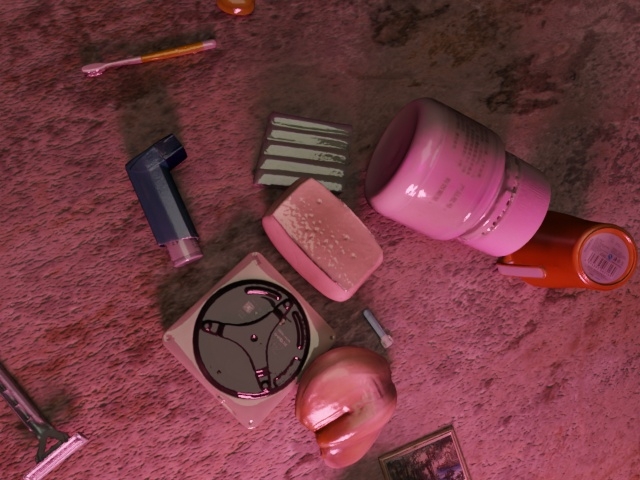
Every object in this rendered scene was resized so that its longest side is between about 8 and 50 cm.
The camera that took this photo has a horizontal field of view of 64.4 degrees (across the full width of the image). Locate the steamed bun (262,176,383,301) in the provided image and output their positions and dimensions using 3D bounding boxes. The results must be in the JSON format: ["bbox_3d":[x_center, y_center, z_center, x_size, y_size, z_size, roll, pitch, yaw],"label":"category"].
[{"bbox_3d":[0.000,0.000,1.033,0.242,0.164,0.146,45,74,-1],"label":"steamed bun"}]

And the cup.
[{"bbox_3d":[0.516,0.033,1.095,0.226,0.264,0.183,-20,94,-2],"label":"cup"}]

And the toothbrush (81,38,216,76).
[{"bbox_3d":[-0.364,-0.395,1.096,0.288,0.024,0.021,-19,88,-16],"label":"toothbrush"}]

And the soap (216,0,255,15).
[{"bbox_3d":[-0.189,-0.576,1.146,0.088,0.045,0.140,5,80,-14],"label":"soap"}]

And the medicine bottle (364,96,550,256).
[{"bbox_3d":[0.282,-0.122,1.065,0.324,0.256,0.256,22,77,-15],"label":"medicine bottle"}]

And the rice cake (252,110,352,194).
[{"bbox_3d":[-0.034,-0.190,1.121,0.198,0.037,0.190,13,79,-9],"label":"rice cake"}]

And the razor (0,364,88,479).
[{"bbox_3d":[-0.559,0.298,0.937,0.111,0.056,0.278,-39,83,-16],"label":"razor"}]

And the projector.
[{"bbox_3d":[-0.137,0.195,1.018,0.257,0.079,0.259,46,75,-4],"label":"projector"}]

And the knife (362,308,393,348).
[{"bbox_3d":[0.123,0.191,1.108,0.027,0.010,0.096,-35,87,-14],"label":"knife"}]

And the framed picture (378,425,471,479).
[{"bbox_3d":[0.227,0.497,1.080,0.183,0.011,0.142,-17,85,-13],"label":"framed picture"}]

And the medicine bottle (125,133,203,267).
[{"bbox_3d":[-0.301,-0.080,1.028,0.124,0.079,0.259,-21,86,-14],"label":"medicine bottle"}]

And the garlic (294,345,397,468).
[{"bbox_3d":[0.064,0.318,1.014,0.228,0.110,0.217,-38,103,-20],"label":"garlic"}]
